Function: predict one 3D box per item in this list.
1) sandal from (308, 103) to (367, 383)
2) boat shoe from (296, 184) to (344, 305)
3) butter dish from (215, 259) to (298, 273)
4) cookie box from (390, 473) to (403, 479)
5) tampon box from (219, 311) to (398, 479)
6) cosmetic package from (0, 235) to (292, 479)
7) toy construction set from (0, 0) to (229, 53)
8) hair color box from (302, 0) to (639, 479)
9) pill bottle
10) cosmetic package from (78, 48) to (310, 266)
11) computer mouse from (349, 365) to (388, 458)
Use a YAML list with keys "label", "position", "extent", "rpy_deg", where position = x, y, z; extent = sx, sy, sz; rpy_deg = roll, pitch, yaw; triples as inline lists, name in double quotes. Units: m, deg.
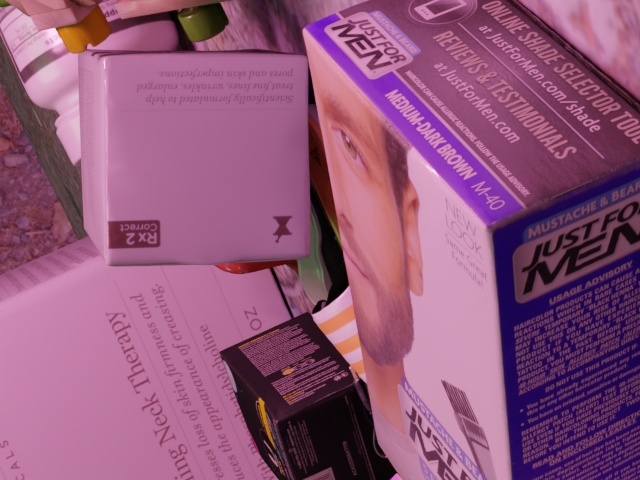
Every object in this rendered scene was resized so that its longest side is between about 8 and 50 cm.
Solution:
- label: "sandal"
  position: [0.020, 0.029, 1.063]
  extent: [0.265, 0.076, 0.102]
  rpy_deg: [64, 166, 5]
- label: "boat shoe"
  position: [0.000, 0.000, 1.167]
  extent: [0.046, 0.038, 0.125]
  rpy_deg: [17, 134, 46]
- label: "butter dish"
  position: [-0.089, -0.029, 1.272]
  extent: [0.160, 0.118, 0.160]
  rpy_deg: [69, 166, -17]
- label: "cookie box"
  position: [0.099, 0.244, 1.125]
  extent: [0.107, 0.040, 0.092]
  rpy_deg: [41, -178, -35]
- label: "tampon box"
  position: [-0.011, 0.163, 1.343]
  extent: [0.161, 0.101, 0.120]
  rpy_deg: [39, 149, 61]
- label: "cosmetic package"
  position: [-0.235, 0.174, 1.576]
  extent: [0.329, 0.394, 0.327]
  rpy_deg: [67, 166, -9]
- label: "toy construction set"
  position: [-0.189, -0.204, 1.018]
  extent: [0.257, 0.309, 0.237]
  rpy_deg: [-90, -22, -51]
- label: "hair color box"
  position: [0.095, 0.046, 0.766]
  extent: [0.185, 0.110, 0.338]
  rpy_deg: [52, 159, 45]
- label: "pill bottle"
  position: [-0.237, -0.228, 1.387]
  extent: [0.283, 0.161, 0.161]
  rpy_deg: [65, 166, 0]
- label: "cosmetic package"
  position: [-0.101, -0.070, 1.081]
  extent: [0.184, 0.151, 0.151]
  rpy_deg: [-151, 60, -72]
- label: "computer mouse"
  position: [0.073, 0.151, 1.154]
  extent: [0.193, 0.042, 0.106]
  rpy_deg: [-148, 40, -75]
